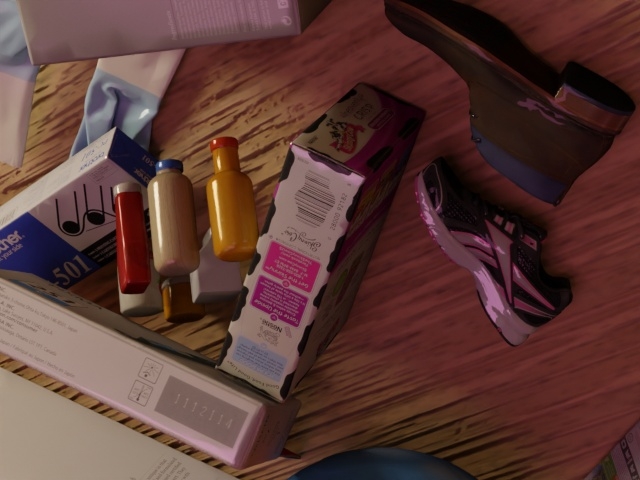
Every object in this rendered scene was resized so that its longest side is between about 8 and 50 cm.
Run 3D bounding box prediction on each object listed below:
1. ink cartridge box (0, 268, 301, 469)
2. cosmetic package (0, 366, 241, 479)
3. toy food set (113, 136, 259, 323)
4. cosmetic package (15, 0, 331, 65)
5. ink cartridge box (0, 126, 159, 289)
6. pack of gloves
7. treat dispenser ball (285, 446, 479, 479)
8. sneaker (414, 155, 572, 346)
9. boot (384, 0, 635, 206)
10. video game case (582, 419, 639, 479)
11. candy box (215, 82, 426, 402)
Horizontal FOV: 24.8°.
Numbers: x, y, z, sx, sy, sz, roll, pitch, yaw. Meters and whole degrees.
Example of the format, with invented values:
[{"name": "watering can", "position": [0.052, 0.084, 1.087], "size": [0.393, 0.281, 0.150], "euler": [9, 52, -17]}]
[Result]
[{"name": "ink cartridge box", "position": [-0.160, 0.117, 1.346], "size": [0.296, 0.261, 0.066], "euler": [24, 90, 13]}, {"name": "cosmetic package", "position": [-0.234, 0.302, 1.489], "size": [0.366, 0.155, 0.197], "euler": [21, 122, 14]}, {"name": "toy food set", "position": [-0.129, -0.004, 1.306], "size": [0.232, 0.111, 0.104], "euler": [127, 138, -67]}, {"name": "cosmetic package", "position": [-0.120, -0.215, 1.195], "size": [0.238, 0.127, 0.107], "euler": [-2, 112, 13]}, {"name": "ink cartridge box", "position": [-0.231, -0.019, 1.383], "size": [0.207, 0.046, 0.097], "euler": [-30, 125, 33]}, {"name": "pack of gloves", "position": [-0.230, -0.159, 1.353], "size": [0.195, 0.046, 0.232], "euler": [24, 123, -1]}, {"name": "treat dispenser ball", "position": [0.054, 0.327, 1.286], "size": [0.288, 0.288, 0.288], "euler": [10, 116, 21]}, {"name": "sneaker", "position": [0.151, -0.003, 1.232], "size": [0.077, 0.072, 0.178], "euler": [-31, 105, 20]}, {"name": "boot", "position": [0.131, -0.115, 1.171], "size": [0.219, 0.082, 0.106], "euler": [30, 119, 8]}, {"name": "video game case", "position": [0.265, 0.231, 1.252], "size": [0.015, 0.119, 0.166], "euler": [19, 126, -23]}, {"name": "candy box", "position": [0.000, 0.000, 1.237], "size": [0.071, 0.159, 0.233], "euler": [25, 120, 11]}]
